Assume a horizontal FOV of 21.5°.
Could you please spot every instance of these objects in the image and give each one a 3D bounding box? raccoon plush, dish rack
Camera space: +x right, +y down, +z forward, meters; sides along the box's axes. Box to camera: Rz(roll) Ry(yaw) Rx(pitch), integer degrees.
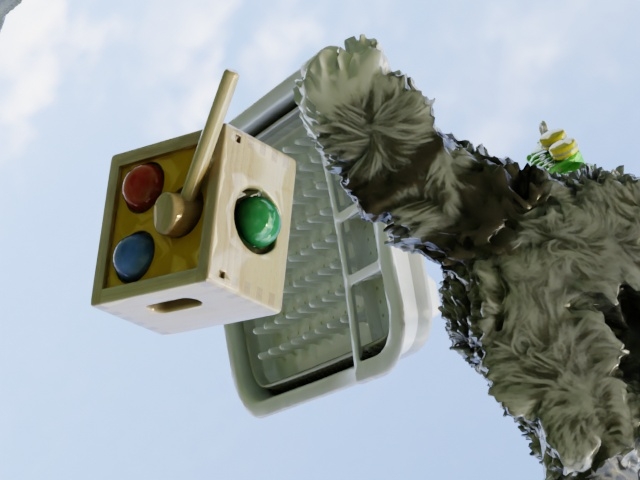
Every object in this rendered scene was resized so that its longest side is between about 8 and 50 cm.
[{"bbox_3d":[0.183,0.050,1.237,0.216,0.299,0.446,-31,-113,-5],"label":"raccoon plush"},{"bbox_3d":[0.000,0.000,1.524,0.333,0.072,0.285,-28,-110,58],"label":"dish rack"}]

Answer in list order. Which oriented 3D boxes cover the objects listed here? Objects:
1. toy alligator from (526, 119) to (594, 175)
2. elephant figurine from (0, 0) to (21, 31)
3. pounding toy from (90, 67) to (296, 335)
[{"bbox_3d":[0.232,-0.080,1.709,0.051,0.056,0.189,-26,-161,0],"label":"toy alligator"},{"bbox_3d":[-0.215,-0.231,0.881,0.186,0.169,0.239,1,-114,-11],"label":"elephant figurine"},{"bbox_3d":[-0.081,-0.022,1.103,0.141,0.100,0.130,-13,-117,39],"label":"pounding toy"}]
